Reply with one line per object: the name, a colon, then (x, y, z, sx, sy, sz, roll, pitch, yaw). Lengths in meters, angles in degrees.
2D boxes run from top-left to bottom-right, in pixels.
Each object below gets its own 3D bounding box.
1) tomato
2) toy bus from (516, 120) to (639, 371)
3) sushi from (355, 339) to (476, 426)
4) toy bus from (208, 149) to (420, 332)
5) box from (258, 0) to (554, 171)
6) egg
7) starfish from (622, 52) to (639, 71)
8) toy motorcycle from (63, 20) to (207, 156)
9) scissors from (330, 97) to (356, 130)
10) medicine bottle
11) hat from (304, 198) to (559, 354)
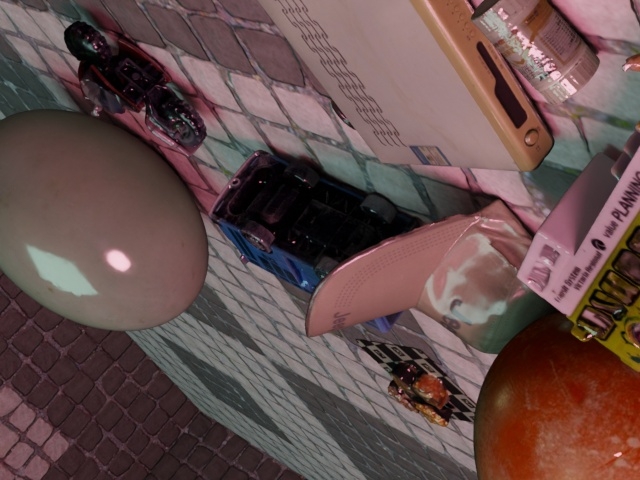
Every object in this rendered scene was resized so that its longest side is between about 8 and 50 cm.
tomato: (0.253, 0.195, 1.015, 0.270, 0.222, 0.270, 42, -172, -7)
toy bus: (0.241, -0.016, 0.796, 0.139, 0.113, 0.301, 35, 160, 13)
sushi: (0.145, 0.229, 1.709, 0.193, 0.040, 0.210, 45, 162, -16)
toy bus: (0.000, 0.000, 1.308, 0.234, 0.116, 0.133, 26, 162, 31)
box: (0.048, -0.163, 0.906, 0.211, 0.045, 0.270, 8, 145, 52)
egg: (-0.336, -0.031, 1.649, 0.389, 0.276, 0.276, 36, 163, 3)
starfish: (0.283, -0.101, 0.566, 0.277, 0.062, 0.235, 22, 153, 38)
toy motorcycle: (-0.228, -0.176, 1.389, 0.213, 0.082, 0.122, 39, 162, 4)
scissors: (0.013, -0.169, 1.025, 0.088, 0.017, 0.220, 29, 160, 41)
medicine bottle: (0.147, -0.137, 0.778, 0.083, 0.047, 0.047, 44, 162, -14)
hat: (0.120, 0.075, 1.123, 0.149, 0.245, 0.214, 55, 169, 20)
